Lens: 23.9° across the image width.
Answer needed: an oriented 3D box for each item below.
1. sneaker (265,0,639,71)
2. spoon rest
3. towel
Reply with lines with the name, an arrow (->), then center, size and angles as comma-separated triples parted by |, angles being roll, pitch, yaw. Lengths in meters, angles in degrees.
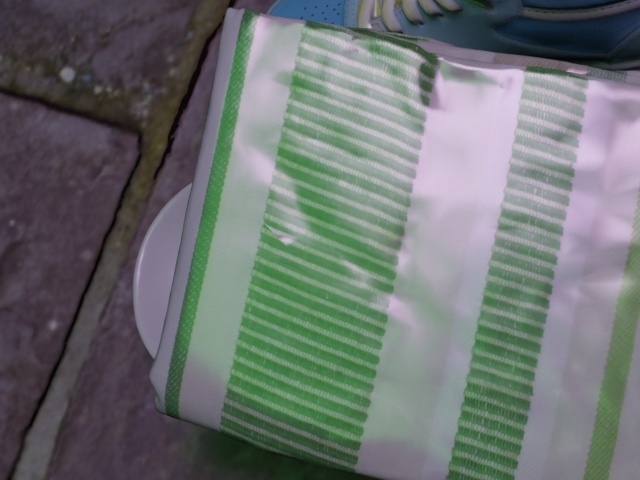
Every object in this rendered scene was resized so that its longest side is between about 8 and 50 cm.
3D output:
sneaker -> 0.070, -0.164, 0.860 | 0.319, 0.208, 0.127 | -8, 69, 27
spoon rest -> 0.000, 0.000, 0.913 | 0.276, 0.084, 0.137 | -18, 64, 21
towel -> 0.082, 0.014, 0.817 | 0.325, 0.038, 0.248 | 11, 86, 10
